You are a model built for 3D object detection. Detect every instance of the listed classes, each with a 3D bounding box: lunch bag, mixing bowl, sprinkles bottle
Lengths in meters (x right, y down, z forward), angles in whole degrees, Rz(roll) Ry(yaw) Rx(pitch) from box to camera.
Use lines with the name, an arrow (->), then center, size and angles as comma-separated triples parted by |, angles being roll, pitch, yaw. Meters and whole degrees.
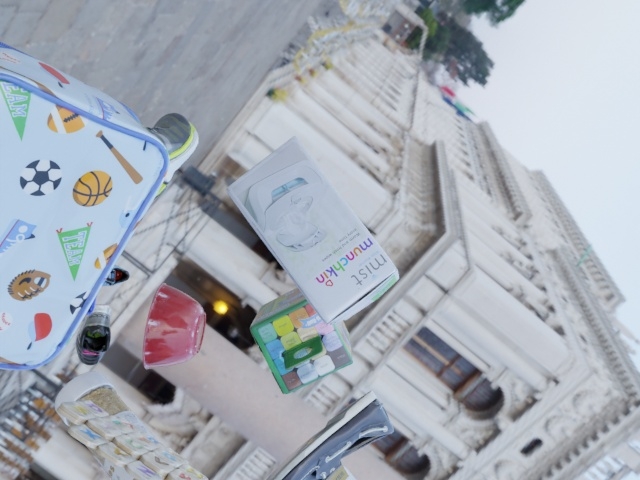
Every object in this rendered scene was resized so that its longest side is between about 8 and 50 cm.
lunch bag -> -0.297, -0.015, 0.634 | 0.243, 0.115, 0.303 | 22, 106, -52
mixing bowl -> -0.296, 0.184, 1.389 | 0.181, 0.098, 0.182 | 9, 90, -90
sprinkles bottle -> -0.403, 0.426, 1.376 | 0.121, 0.355, 0.121 | -38, 151, -26

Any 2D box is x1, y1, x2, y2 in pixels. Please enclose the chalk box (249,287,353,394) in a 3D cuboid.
chalk box -> -0.041, 0.220, 1.538 | 0.180, 0.179, 0.289 | -26, -175, 3

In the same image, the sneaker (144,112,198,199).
sneaker -> -0.289, -0.151, 1.085 | 0.111, 0.121, 0.300 | -27, -155, 20

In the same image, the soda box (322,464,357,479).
soda box -> -0.026, 0.308, 0.657 | 0.074, 0.069, 0.216 | -31, 164, -49

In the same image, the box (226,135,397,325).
box -> 0.000, 0.000, 0.991 | 0.126, 0.231, 0.262 | -38, 170, 2

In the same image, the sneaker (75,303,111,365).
sneaker -> -0.460, 0.207, 1.349 | 0.075, 0.063, 0.170 | -102, -149, -47

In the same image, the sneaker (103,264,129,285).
sneaker -> -0.496, 0.074, 1.499 | 0.162, 0.073, 0.063 | -4, 98, -60

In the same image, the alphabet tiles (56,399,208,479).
alphabet tiles -> -0.331, 0.367, 1.195 | 0.021, 0.284, 0.278 | -59, 172, -10

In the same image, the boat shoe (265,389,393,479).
boat shoe -> 0.010, 0.264, 0.808 | 0.206, 0.065, 0.075 | -33, 171, -33
